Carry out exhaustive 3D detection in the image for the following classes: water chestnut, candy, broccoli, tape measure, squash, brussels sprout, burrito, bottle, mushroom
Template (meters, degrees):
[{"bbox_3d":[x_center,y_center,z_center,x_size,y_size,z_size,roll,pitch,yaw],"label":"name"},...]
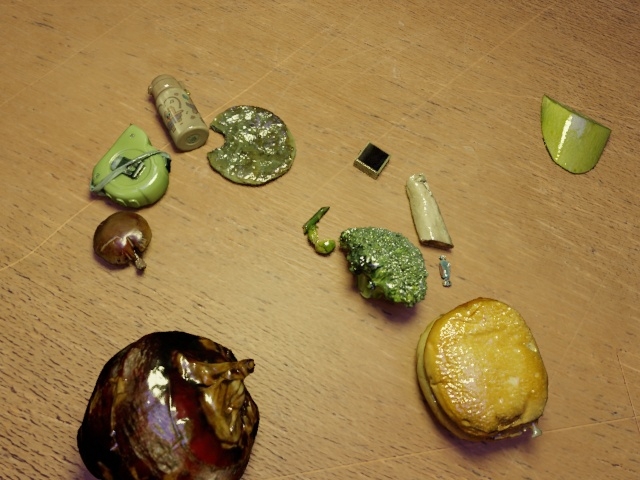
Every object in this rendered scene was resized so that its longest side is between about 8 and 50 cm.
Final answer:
[{"bbox_3d":[-0.241,0.313,0.870,0.347,0.335,0.335,-36,75,12],"label":"water chestnut"},{"bbox_3d":[0.329,0.078,1.215,0.030,0.020,0.083,4,65,-8],"label":"candy"},{"bbox_3d":[0.146,0.056,1.118,0.226,0.198,0.176,2,101,21],"label":"broccoli"},{"bbox_3d":[-0.464,-0.171,1.147,0.175,0.106,0.200,31,68,8],"label":"tape measure"},{"bbox_3d":[0.779,-0.326,1.456,0.237,0.155,0.204,27,30,4],"label":"squash"},{"bbox_3d":[-0.001,0.000,1.182,0.083,0.046,0.051,41,73,10],"label":"brussels sprout"},{"bbox_3d":[0.286,-0.077,1.251,0.087,0.060,0.226,-8,70,-13],"label":"burrito"},{"bbox_3d":[-0.377,-0.351,1.241,0.110,0.097,0.209,-21,72,-29],"label":"bottle"},{"bbox_3d":[-0.460,0.003,1.091,0.135,0.080,0.170,-40,75,-11],"label":"mushroom"}]

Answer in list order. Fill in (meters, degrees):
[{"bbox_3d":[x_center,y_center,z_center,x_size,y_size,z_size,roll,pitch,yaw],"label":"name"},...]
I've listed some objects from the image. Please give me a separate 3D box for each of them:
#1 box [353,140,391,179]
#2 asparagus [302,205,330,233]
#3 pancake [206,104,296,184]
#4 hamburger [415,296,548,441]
[{"bbox_3d":[0.144,-0.227,1.304,0.083,0.035,0.079,33,67,5],"label":"box"},{"bbox_3d":[-0.012,-0.059,1.217,0.021,0.025,0.108,48,64,-10],"label":"asparagus"},{"bbox_3d":[-0.187,-0.259,1.266,0.253,0.037,0.253,3,68,-8],"label":"pancake"},{"bbox_3d":[0.370,0.297,1.051,0.290,0.170,0.314,-13,71,-11],"label":"hamburger"}]
